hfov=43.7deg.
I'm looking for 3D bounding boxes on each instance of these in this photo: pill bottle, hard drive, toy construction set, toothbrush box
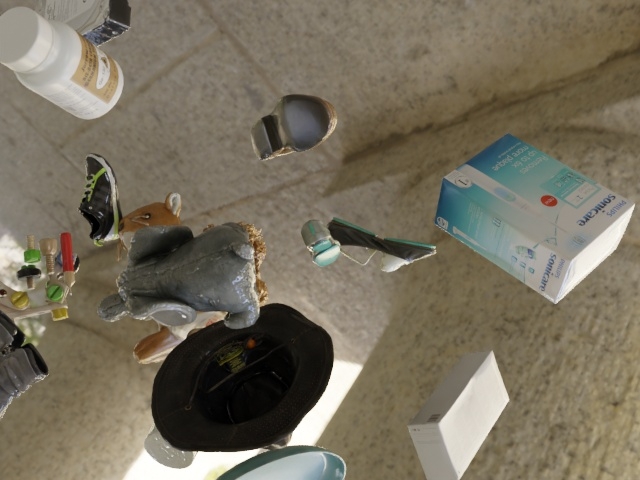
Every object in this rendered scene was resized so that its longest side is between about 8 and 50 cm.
[{"bbox_3d":[-0.465,-0.314,1.413,0.131,0.131,0.229,22,175,23],"label":"pill bottle"},{"bbox_3d":[-0.253,0.326,1.560,0.121,0.221,0.121,9,128,12],"label":"pill bottle"},{"bbox_3d":[-0.544,-0.542,1.812,0.339,0.236,0.064,-10,162,43],"label":"hard drive"},{"bbox_3d":[-0.649,0.137,1.817,0.258,0.237,0.309,3,160,-43],"label":"toy construction set"},{"bbox_3d":[0.403,-0.050,1.529,0.295,0.216,0.126,38,145,29],"label":"toothbrush box"}]

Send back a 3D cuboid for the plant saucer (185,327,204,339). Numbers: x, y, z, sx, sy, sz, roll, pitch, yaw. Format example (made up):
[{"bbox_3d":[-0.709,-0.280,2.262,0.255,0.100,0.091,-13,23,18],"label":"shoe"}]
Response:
[{"bbox_3d":[-0.205,0.309,1.844,0.278,0.041,0.278,38,-170,-8],"label":"plant saucer"}]

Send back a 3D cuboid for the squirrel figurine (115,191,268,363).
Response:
[{"bbox_3d":[-0.329,0.066,2.030,0.370,0.397,0.281,57,131,30],"label":"squirrel figurine"}]

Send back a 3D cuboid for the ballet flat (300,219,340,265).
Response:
[{"bbox_3d":[0.000,0.000,1.758,0.068,0.072,0.213,63,179,15],"label":"ballet flat"}]

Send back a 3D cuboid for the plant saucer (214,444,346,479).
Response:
[{"bbox_3d":[-0.104,0.465,1.451,0.043,0.318,0.317,57,165,37],"label":"plant saucer"}]

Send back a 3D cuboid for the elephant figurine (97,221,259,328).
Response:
[{"bbox_3d":[-0.211,0.061,1.119,0.240,0.169,0.186,-7,120,-7],"label":"elephant figurine"}]

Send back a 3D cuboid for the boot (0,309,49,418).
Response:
[{"bbox_3d":[-0.686,0.200,1.497,0.338,0.222,0.118,41,177,0],"label":"boot"}]

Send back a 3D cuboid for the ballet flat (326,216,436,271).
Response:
[{"bbox_3d":[0.144,0.022,1.984,0.281,0.096,0.095,16,-175,12],"label":"ballet flat"}]

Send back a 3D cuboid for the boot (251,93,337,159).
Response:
[{"bbox_3d":[-0.030,-0.231,1.586,0.305,0.115,0.112,-6,96,63],"label":"boot"}]

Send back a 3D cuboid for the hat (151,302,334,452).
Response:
[{"bbox_3d":[-0.109,0.252,1.275,0.331,0.331,0.133,8,131,39],"label":"hat"}]

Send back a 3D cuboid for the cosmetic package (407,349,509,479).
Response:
[{"bbox_3d":[0.224,0.273,1.272,0.060,0.239,0.098,-15,101,36],"label":"cosmetic package"}]

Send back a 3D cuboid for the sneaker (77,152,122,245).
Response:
[{"bbox_3d":[-0.567,-0.104,2.019,0.084,0.097,0.234,-9,97,48],"label":"sneaker"}]
